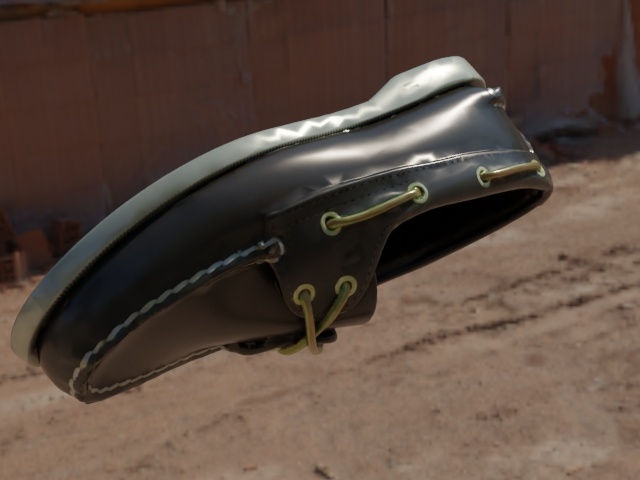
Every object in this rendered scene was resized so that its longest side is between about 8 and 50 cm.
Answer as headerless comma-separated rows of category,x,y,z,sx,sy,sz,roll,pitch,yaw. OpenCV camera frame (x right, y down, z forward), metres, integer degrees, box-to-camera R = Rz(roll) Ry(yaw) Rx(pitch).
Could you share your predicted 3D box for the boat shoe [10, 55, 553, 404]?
boat shoe,0.000,0.000,0.377,0.227,0.081,0.069,-30,72,-34
